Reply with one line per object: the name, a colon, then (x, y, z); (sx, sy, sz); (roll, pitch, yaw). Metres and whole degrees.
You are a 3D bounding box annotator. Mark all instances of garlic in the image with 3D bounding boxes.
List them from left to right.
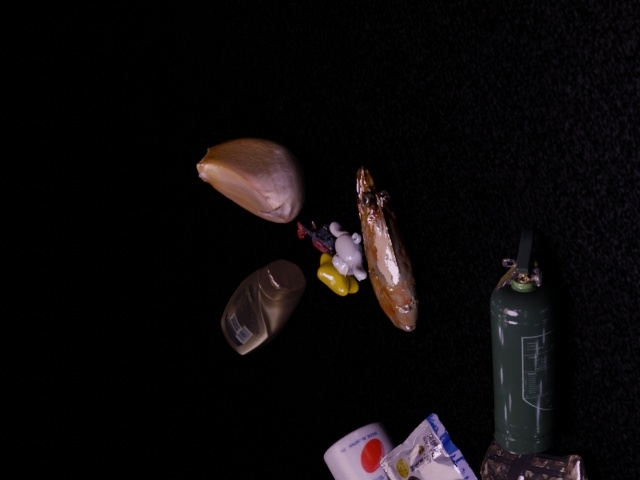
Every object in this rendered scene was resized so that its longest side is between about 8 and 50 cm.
garlic: (-0.108, -0.101, 2.246); (0.245, 0.164, 0.145); (32, 119, 45)

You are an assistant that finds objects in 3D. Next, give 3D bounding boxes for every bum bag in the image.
bum bag: (0.315, 0.357, 1.849); (0.248, 0.069, 0.102); (-6, 67, 65)

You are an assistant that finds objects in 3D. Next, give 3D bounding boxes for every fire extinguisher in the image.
fire extinguisher: (0.285, 0.143, 1.728); (0.095, 0.114, 0.311); (5, 122, 19)

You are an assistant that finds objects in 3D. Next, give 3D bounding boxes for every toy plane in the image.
toy plane: (0.000, 0.000, 2.252); (0.145, 0.037, 0.060); (34, 148, 45)

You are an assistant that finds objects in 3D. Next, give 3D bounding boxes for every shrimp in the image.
shrimp: (0.100, 0.014, 2.037); (0.154, 0.062, 0.294); (-146, 41, -63)

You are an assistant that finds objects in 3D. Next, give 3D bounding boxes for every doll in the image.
doll: (0.037, 0.027, 2.151); (0.113, 0.071, 0.135); (-42, 52, 50)

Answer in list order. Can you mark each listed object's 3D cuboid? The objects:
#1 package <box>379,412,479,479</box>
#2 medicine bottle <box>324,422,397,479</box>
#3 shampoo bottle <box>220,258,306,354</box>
package: (0.189, 0.407, 2.130); (0.173, 0.027, 0.171); (-51, 60, 37)
medicine bottle: (0.141, 0.503, 2.233); (0.341, 0.130, 0.130); (60, 153, 21)
shampoo bottle: (-0.117, 0.130, 2.524); (0.125, 0.084, 0.350); (61, 153, 13)
